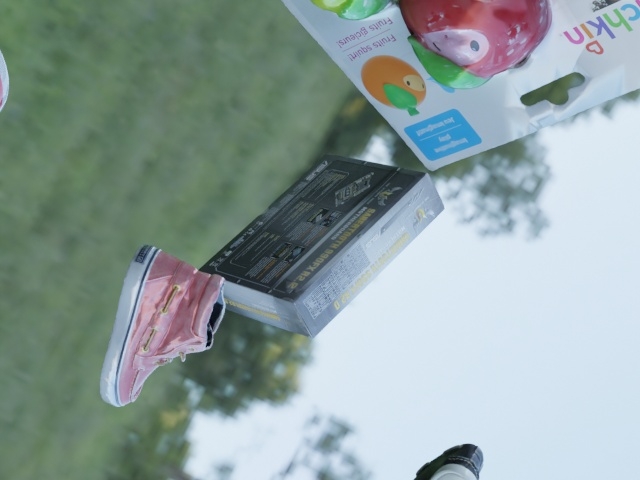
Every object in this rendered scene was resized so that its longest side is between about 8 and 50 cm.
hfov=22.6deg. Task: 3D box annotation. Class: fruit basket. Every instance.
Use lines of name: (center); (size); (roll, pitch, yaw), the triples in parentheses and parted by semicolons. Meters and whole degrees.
fruit basket: (0.083, -0.211, 1.163); (0.327, 0.353, 0.165); (-20, -155, 44)

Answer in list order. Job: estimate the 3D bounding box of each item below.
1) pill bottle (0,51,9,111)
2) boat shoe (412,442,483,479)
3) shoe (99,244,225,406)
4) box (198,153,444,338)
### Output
pill bottle: (-0.267, -0.057, 0.923); (0.108, 0.108, 0.180); (-43, -165, 46)
boat shoe: (0.096, 0.206, 1.333); (0.038, 0.046, 0.125); (-56, -179, -40)
shoe: (-0.134, 0.086, 1.367); (0.063, 0.081, 0.178); (-63, 172, -51)
box: (0.000, 0.000, 1.812); (0.231, 0.056, 0.183); (-44, -145, -25)
